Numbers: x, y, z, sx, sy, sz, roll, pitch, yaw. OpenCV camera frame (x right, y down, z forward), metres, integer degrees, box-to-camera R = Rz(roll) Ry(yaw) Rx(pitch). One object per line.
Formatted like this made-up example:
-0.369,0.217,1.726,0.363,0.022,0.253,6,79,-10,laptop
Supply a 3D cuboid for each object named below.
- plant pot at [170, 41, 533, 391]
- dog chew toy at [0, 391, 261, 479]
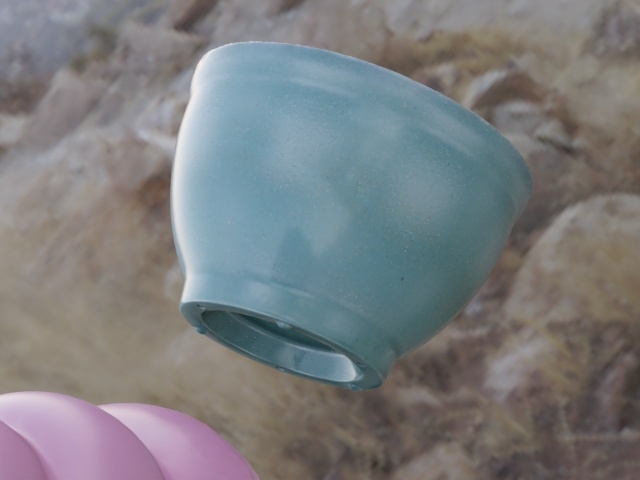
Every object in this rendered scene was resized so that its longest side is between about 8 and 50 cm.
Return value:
0.000,0.000,1.285,0.293,0.293,0.196,-13,52,62,plant pot
-0.158,0.180,0.920,0.207,0.332,0.206,-9,70,24,dog chew toy
